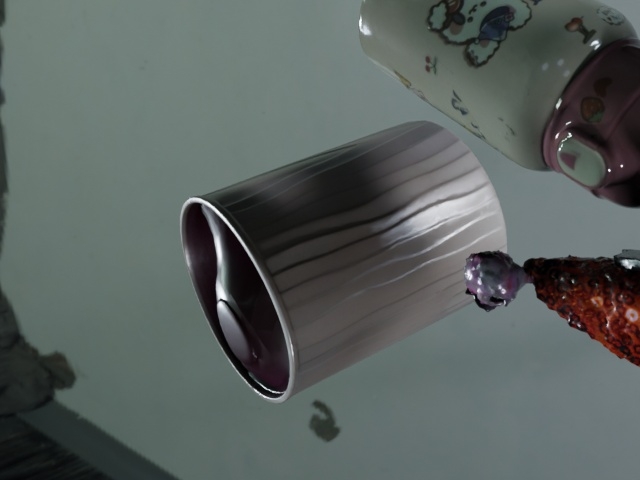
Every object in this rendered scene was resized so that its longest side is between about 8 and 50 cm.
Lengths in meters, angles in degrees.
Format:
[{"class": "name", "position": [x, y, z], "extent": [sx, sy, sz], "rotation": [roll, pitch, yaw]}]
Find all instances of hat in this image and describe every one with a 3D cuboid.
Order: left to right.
[{"class": "hat", "position": [0.195, 0.041, 0.518], "extent": [0.227, 0.140, 0.129], "rotation": [18, 122, 21]}]

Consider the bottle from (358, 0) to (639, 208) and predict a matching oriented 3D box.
[{"class": "bottle", "position": [0.134, -0.107, 0.567], "extent": [0.233, 0.110, 0.110], "rotation": [43, 122, 35]}]

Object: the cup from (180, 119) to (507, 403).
[{"class": "cup", "position": [0.008, 0.017, 0.923], "extent": [0.208, 0.273, 0.288], "rotation": [67, 157, -1]}]
